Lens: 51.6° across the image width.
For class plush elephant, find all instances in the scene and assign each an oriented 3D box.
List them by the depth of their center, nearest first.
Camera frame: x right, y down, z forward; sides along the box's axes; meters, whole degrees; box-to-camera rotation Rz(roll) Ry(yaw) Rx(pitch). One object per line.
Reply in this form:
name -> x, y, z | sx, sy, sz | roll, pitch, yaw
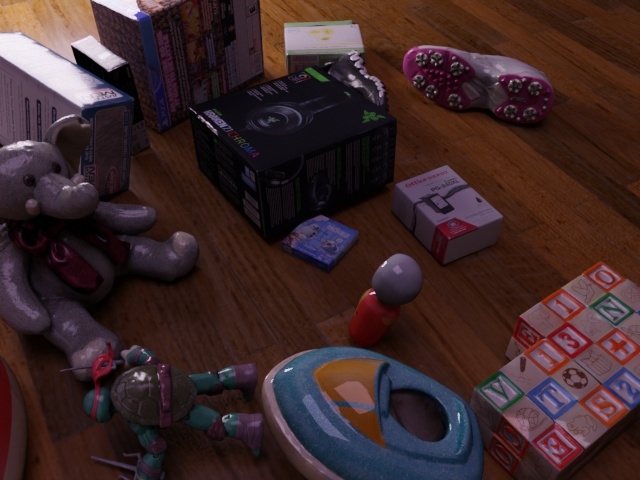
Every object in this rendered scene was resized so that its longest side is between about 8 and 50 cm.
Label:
plush elephant -> -0.361, -0.027, 0.909 | 0.330, 0.255, 0.272 | 23, 49, 21

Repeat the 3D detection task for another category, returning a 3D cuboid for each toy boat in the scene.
toy boat -> 0.072, 0.155, 0.781 | 0.267, 0.148, 0.318 | 20, 37, -10

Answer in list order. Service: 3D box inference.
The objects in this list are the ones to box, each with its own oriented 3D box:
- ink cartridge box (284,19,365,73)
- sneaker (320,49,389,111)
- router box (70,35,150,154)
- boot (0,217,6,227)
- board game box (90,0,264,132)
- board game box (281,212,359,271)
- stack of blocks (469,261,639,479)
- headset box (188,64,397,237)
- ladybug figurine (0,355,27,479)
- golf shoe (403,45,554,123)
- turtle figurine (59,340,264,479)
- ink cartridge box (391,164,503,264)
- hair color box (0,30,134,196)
ink cartridge box -> 0.003, -0.461, 1.499 | 0.171, 0.056, 0.235 | -3, 47, -3
sneaker -> 0.061, -0.299, 1.323 | 0.106, 0.078, 0.234 | -16, 45, -8
router box -> -0.378, -0.261, 1.201 | 0.046, 0.179, 0.133 | -35, 55, -28
boot -> -0.540, -0.089, 1.005 | 0.248, 0.207, 0.090 | -25, 50, -24
board game box -> -0.264, -0.392, 1.298 | 0.141, 0.232, 0.291 | 31, 52, 28
board game box -> 0.000, 0.000, 1.055 | 0.090, 0.020, 0.090 | 25, 48, 23
stack of blocks -> 0.322, 0.166, 0.843 | 0.297, 0.087, 0.171 | -28, 51, -25
headset box -> -0.039, -0.166, 1.132 | 0.283, 0.131, 0.246 | -24, 45, -24
ladybug figurine -> -0.485, 0.250, 0.695 | 0.305, 0.162, 0.449 | -3, 45, -4
golf shoe -> 0.320, -0.326, 1.341 | 0.306, 0.115, 0.140 | 22, 38, 12
turtle figurine -> -0.189, 0.198, 0.782 | 0.234, 0.118, 0.175 | 4, 63, -17
ink cartridge box -> 0.201, -0.045, 1.072 | 0.109, 0.063, 0.150 | -21, 49, -21
hair color box -> -0.475, -0.224, 1.157 | 0.347, 0.174, 0.105 | 33, 36, 28
